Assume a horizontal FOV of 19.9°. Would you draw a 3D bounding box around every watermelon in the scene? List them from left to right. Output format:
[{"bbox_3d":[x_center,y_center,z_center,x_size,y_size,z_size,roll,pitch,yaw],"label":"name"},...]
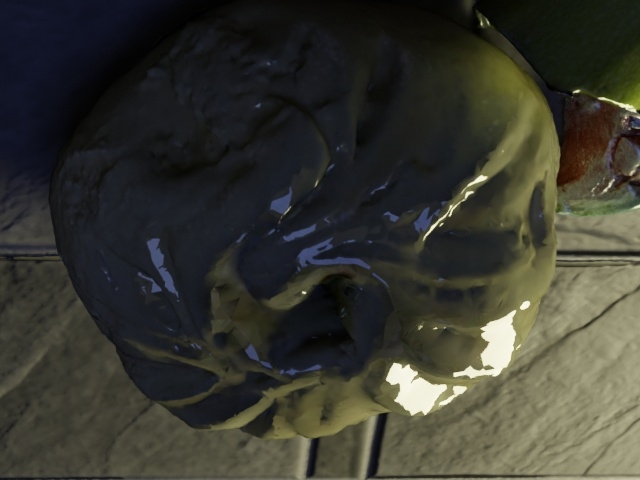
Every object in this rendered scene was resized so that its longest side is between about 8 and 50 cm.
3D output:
[{"bbox_3d":[0.224,-0.078,1.317,0.187,0.071,0.139,-29,125,19],"label":"watermelon"}]

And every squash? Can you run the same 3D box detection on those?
[{"bbox_3d":[0.247,-0.188,1.187,0.287,0.137,0.137,-38,129,0],"label":"squash"}]

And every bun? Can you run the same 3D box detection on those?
[{"bbox_3d":[0.000,0.000,1.261,0.360,0.211,0.359,-3,133,-3],"label":"bun"}]
